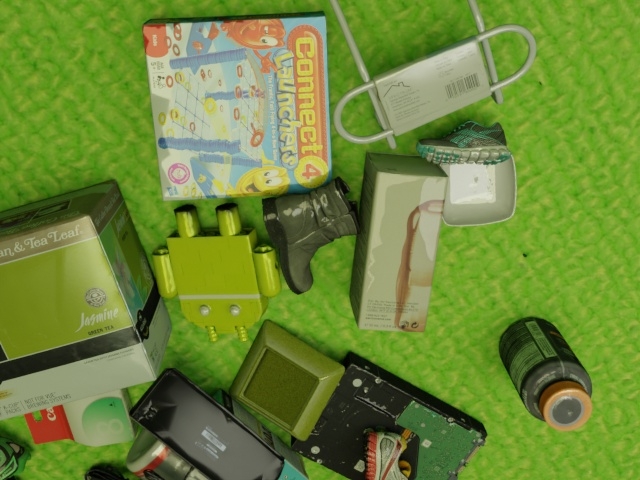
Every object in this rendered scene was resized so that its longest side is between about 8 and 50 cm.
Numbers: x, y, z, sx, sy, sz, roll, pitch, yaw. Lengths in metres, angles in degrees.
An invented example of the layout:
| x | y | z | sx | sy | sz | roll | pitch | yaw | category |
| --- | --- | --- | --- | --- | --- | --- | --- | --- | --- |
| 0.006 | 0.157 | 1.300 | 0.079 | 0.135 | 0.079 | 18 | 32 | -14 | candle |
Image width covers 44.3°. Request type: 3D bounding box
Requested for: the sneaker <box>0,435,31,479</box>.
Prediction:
| x | y | z | sx | sy | sz | roll | pitch | yaw | category |
| --- | --- | --- | --- | --- | --- | --- | --- | --- | --- |
| -0.703 | 0.553 | 1.607 | 0.146 | 0.134 | 0.343 | 24 | 107 | -11 | sneaker |

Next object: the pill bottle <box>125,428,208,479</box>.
| x | y | z | sx | sy | sz | roll | pitch | yaw | category |
| --- | --- | --- | --- | --- | --- | --- | --- | --- | --- |
| -0.233 | 0.470 | 1.576 | 0.161 | 0.161 | 0.283 | -43 | 106 | 13 | pill bottle |

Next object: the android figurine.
| x | y | z | sx | sy | sz | roll | pitch | yaw | category |
| --- | --- | --- | --- | --- | --- | --- | --- | --- | --- |
| -0.192 | 0.066 | 1.464 | 0.248 | 0.056 | 0.273 | 0 | 110 | 16 | android figurine |

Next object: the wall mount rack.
| x | y | z | sx | sy | sz | roll | pitch | yaw | category |
| --- | --- | --- | --- | --- | --- | --- | --- | --- | --- |
| 0.158 | -0.318 | 1.287 | 0.350 | 0.130 | 0.304 | -22 | 130 | 6 | wall mount rack |

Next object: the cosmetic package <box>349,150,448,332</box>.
| x | y | z | sx | sy | sz | roll | pitch | yaw | category |
| --- | --- | --- | --- | --- | --- | --- | --- | --- | --- |
| 0.136 | 0.002 | 1.423 | 0.129 | 0.153 | 0.296 | 3 | 111 | -5 | cosmetic package |

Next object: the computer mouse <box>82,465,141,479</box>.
| x | y | z | sx | sy | sz | roll | pitch | yaw | category |
| --- | --- | --- | --- | --- | --- | --- | --- | --- | --- |
| -0.405 | 0.609 | 1.645 | 0.188 | 0.072 | 0.272 | 6 | 117 | 23 | computer mouse |

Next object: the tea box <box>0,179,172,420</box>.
| x | y | z | sx | sy | sz | roll | pitch | yaw | category |
| --- | --- | --- | --- | --- | --- | --- | --- | --- | --- |
| -0.483 | 0.105 | 1.404 | 0.329 | 0.220 | 0.323 | -15 | 111 | 3 | tea box |

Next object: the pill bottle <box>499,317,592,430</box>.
| x | y | z | sx | sy | sz | roll | pitch | yaw | category |
| --- | --- | --- | --- | --- | --- | --- | --- | --- | --- |
| 0.425 | 0.253 | 1.471 | 0.130 | 0.245 | 0.130 | -1 | 111 | -2 | pill bottle |

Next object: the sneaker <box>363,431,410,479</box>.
| x | y | z | sx | sy | sz | roll | pitch | yaw | category |
| --- | --- | --- | --- | --- | --- | --- | --- | --- | --- |
| 0.137 | 0.485 | 1.566 | 0.093 | 0.088 | 0.225 | -4 | 110 | -2 | sneaker |

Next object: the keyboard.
| x | y | z | sx | sy | sz | roll | pitch | yaw | category |
| --- | --- | --- | --- | --- | --- | --- | --- | --- | --- |
| -0.229 | 0.407 | 1.478 | 0.317 | 0.033 | 0.201 | 43 | 69 | -15 | keyboard |

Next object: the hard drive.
| x | y | z | sx | sy | sz | roll | pitch | yaw | category |
| --- | --- | --- | --- | --- | --- | --- | --- | --- | --- |
| 0.140 | 0.401 | 1.614 | 0.339 | 0.064 | 0.237 | 29 | 107 | -11 | hard drive |

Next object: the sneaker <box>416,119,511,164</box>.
| x | y | z | sx | sy | sz | roll | pitch | yaw | category |
| --- | --- | --- | --- | --- | --- | --- | --- | --- | --- |
| 0.247 | -0.174 | 1.368 | 0.166 | 0.065 | 0.076 | 1 | 74 | -9 | sneaker |

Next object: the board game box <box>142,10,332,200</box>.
| x | y | z | sx | sy | sz | roll | pitch | yaw | category |
| --- | --- | --- | --- | --- | --- | --- | --- | --- | --- |
| -0.135 | -0.231 | 1.362 | 0.302 | 0.086 | 0.308 | -3 | 110 | 0 | board game box |

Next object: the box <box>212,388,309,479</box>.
| x | y | z | sx | sy | sz | roll | pitch | yaw | category |
| --- | --- | --- | --- | --- | --- | --- | --- | --- | --- |
| -0.132 | 0.411 | 1.585 | 0.060 | 0.100 | 0.244 | -45 | 105 | 1 | box |

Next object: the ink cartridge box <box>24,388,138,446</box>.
| x | y | z | sx | sy | sz | roll | pitch | yaw | category |
| --- | --- | --- | --- | --- | --- | --- | --- | --- | --- |
| -0.498 | 0.331 | 1.576 | 0.225 | 0.056 | 0.181 | -11 | 110 | 1 | ink cartridge box |

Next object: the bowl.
| x | y | z | sx | sy | sz | roll | pitch | yaw | category |
| --- | --- | --- | --- | --- | --- | --- | --- | --- | --- |
| 0.284 | -0.102 | 1.439 | 0.142 | 0.053 | 0.142 | -6 | 110 | 1 | bowl |

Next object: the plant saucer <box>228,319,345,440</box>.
| x | y | z | sx | sy | sz | roll | pitch | yaw | category |
| --- | --- | --- | --- | --- | --- | --- | --- | --- | --- |
| -0.076 | 0.282 | 1.540 | 0.188 | 0.045 | 0.188 | 30 | 108 | 10 | plant saucer |

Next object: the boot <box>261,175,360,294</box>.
| x | y | z | sx | sy | sz | roll | pitch | yaw | category |
| --- | --- | --- | --- | --- | --- | --- | --- | --- | --- |
| 0.000 | 0.000 | 1.409 | 0.161 | 0.083 | 0.246 | -13 | 137 | 5 | boot |
